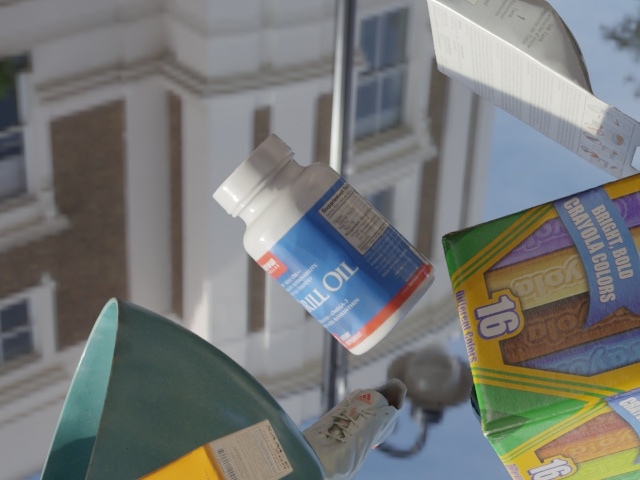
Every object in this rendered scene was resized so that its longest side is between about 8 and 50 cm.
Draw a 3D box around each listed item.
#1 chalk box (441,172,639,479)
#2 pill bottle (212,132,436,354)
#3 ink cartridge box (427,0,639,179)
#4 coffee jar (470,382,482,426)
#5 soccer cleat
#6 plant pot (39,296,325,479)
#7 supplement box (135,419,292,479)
[{"bbox_3d":[0.194,0.048,0.830,0.213,0.132,0.132,-17,-126,14],"label":"chalk box"},{"bbox_3d":[0.000,0.000,1.538,0.221,0.124,0.124,43,-143,-2],"label":"pill bottle"},{"bbox_3d":[0.153,-0.101,0.952,0.179,0.045,0.145,30,174,12],"label":"ink cartridge box"},{"bbox_3d":[0.191,0.162,1.114,0.096,0.079,0.184,-27,-132,-5],"label":"coffee jar"},{"bbox_3d":[0.029,0.181,1.467,0.068,0.076,0.196,35,-160,12],"label":"soccer cleat"},{"bbox_3d":[-0.109,0.209,1.178,0.195,0.290,0.290,17,-152,-13],"label":"plant pot"},{"bbox_3d":[-0.064,0.134,0.846,0.062,0.036,0.098,-29,172,16],"label":"supplement box"}]
